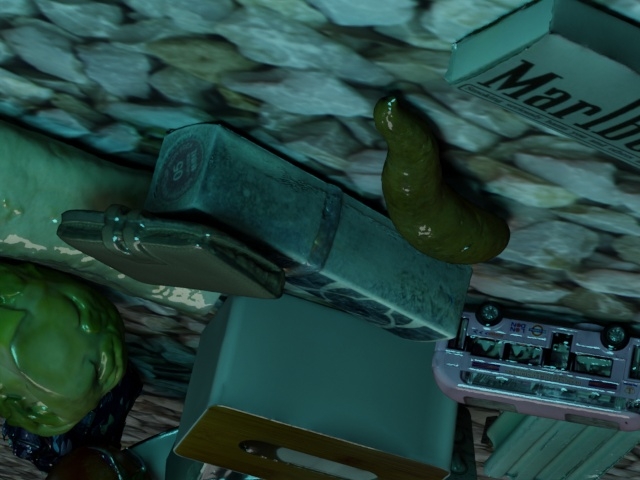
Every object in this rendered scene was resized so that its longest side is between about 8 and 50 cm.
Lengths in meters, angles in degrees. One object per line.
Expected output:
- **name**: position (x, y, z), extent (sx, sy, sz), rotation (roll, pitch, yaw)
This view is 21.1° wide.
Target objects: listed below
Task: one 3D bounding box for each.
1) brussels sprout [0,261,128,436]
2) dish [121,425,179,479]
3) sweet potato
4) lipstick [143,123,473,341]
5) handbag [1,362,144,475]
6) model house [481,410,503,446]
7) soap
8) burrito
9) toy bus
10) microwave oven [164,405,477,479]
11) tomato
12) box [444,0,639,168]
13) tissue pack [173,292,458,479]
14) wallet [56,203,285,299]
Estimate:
- **brussels sprout**: position (-0.301, 0.102, 1.765), extent (0.223, 0.161, 0.223), rotation (26, 150, 17)
- **dish**: position (-0.144, 0.305, 2.102), extent (0.316, 0.106, 0.316), rotation (-19, 163, -6)
- **sweet potato**: position (0.075, -0.033, 1.226), extent (0.069, 0.059, 0.249), rotation (-16, 149, 19)
- **lipstick**: position (0.000, 0.000, 1.344), extent (0.289, 0.076, 0.077), rotation (26, 159, -36)
- **handbag**: position (-0.296, 0.202, 2.044), extent (0.113, 0.162, 0.260), rotation (11, 164, 12)
- **model house**: position (0.212, 0.193, 1.819), extent (0.083, 0.057, 0.058), rotation (6, 166, 29)
- **soap**: position (0.243, 0.185, 1.694), extent (0.114, 0.063, 0.198), rotation (14, 151, -8)
- **burrito**: position (-0.217, -0.024, 1.389), extent (0.299, 0.105, 0.143), rotation (17, 166, -17)
- **toy bus**: position (0.201, 0.112, 1.522), extent (0.203, 0.090, 0.063), rotation (8, 161, 14)
- **microwave oven**: position (-0.004, 0.271, 1.878), extent (0.295, 0.181, 0.237), rotation (18, 124, -14)
- **tomato**: position (-0.253, 0.311, 1.921), extent (0.167, 0.167, 0.167), rotation (12, 162, 4)
- **box**: position (0.177, -0.087, 1.016), extent (0.177, 0.036, 0.115), rotation (21, 160, -21)
- **tissue pack**: position (-0.001, 0.159, 1.698), extent (0.246, 0.136, 0.159), rotation (17, 151, -12)
- **wallet**: position (-0.112, 0.008, 1.274), extent (0.152, 0.039, 0.118), rotation (8, 164, 36)
